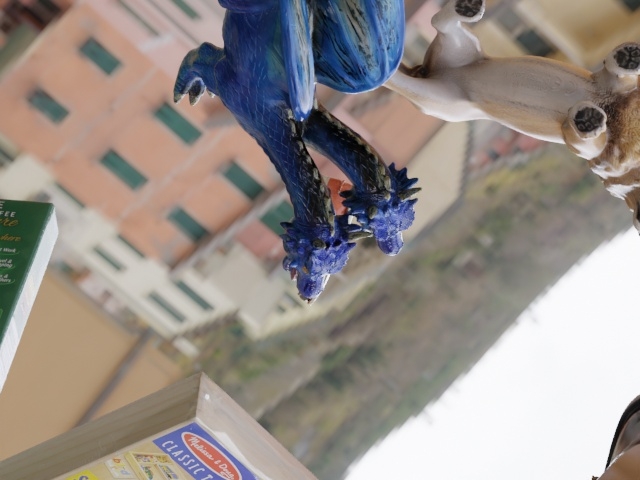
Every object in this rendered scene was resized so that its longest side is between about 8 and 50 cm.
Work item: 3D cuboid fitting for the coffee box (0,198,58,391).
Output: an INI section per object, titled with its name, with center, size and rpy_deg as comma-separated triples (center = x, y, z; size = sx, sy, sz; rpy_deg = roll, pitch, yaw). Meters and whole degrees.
[coffee box]
center = -0.284, 0.041, 1.321
size = 0.040, 0.113, 0.184
rpy_deg = 86, 10, -46

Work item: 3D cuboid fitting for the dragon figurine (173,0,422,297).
[dragon figurine]
center = -0.012, -0.114, 0.854
size = 0.085, 0.289, 0.144
rpy_deg = -25, -141, -34

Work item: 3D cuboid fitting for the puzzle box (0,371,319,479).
[puzzle box]
center = -0.087, 0.293, 1.450
size = 0.272, 0.409, 0.052
rpy_deg = -26, -144, 25

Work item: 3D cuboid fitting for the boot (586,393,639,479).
[boot]
center = 0.279, 0.357, 1.508
size = 0.146, 0.367, 0.445
rpy_deg = 3, -171, 14

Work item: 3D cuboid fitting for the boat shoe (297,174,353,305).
[boat shoe]
center = 0.000, 0.000, 1.565
size = 0.049, 0.043, 0.137
rpy_deg = -69, 179, -58

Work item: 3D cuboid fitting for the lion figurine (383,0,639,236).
[lion figurine]
center = 0.210, -0.144, 1.684
size = 0.142, 0.392, 0.240
rpy_deg = -62, 166, -5
